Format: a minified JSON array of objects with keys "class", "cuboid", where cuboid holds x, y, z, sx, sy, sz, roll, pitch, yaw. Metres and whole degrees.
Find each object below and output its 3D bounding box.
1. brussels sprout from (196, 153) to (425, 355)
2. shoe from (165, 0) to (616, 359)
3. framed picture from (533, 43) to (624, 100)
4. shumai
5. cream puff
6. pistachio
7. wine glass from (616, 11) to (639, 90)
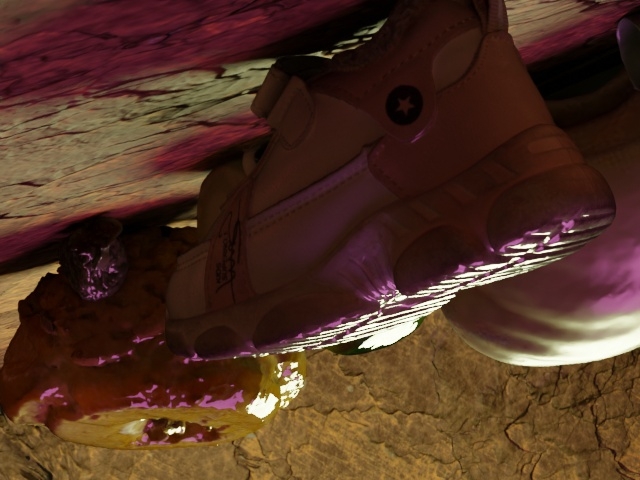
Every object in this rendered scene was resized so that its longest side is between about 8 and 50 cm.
[{"class":"brussels sprout","cuboid":[0.000,0.000,1.546,0.219,0.210,0.271,5,177,41]},{"class":"shoe","cuboid":[0.026,-0.039,1.140,0.351,0.198,0.172,-22,169,31]},{"class":"framed picture","cuboid":[0.387,-0.187,1.721,0.347,0.016,0.265,-23,163,38]},{"class":"shumai","cuboid":[-0.216,0.010,1.624,0.080,0.082,0.083,-34,-153,42]},{"class":"cream puff","cuboid":[-0.183,0.103,1.810,0.343,0.231,0.327,-4,165,6]},{"class":"pistachio","cuboid":[0.287,-0.033,1.703,0.365,0.281,0.445,25,134,-35]},{"class":"wine glass","cuboid":[0.352,-0.194,1.485,0.155,0.073,0.073,-22,176,-11]}]
